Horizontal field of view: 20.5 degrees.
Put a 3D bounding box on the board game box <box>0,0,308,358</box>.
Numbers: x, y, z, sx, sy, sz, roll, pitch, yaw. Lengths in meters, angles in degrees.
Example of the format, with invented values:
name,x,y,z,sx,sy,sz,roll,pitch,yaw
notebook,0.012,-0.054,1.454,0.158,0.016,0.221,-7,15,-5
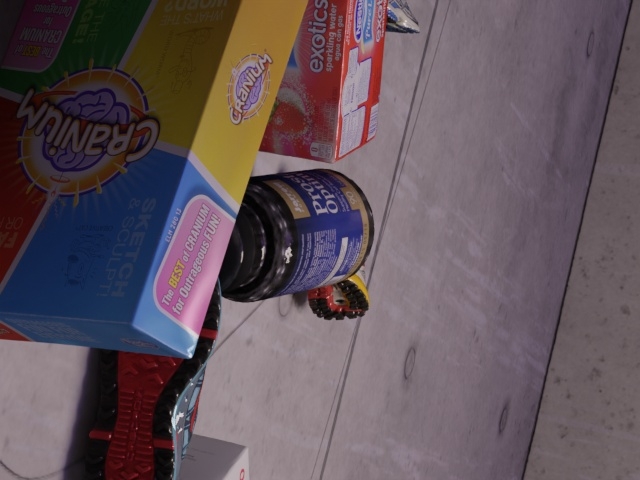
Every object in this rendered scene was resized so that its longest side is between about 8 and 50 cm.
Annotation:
name,x,y,z,sx,sy,sz,roll,pitch,yaw
board game box,-0.146,-0.080,1.269,0.064,0.242,0.316,34,66,-44

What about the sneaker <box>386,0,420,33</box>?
name,x,y,z,sx,sy,sz,roll,pitch,yaw
sneaker,0.090,-0.284,2.133,0.135,0.052,0.058,19,79,-72

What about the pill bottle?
name,x,y,z,sx,sy,sz,roll,pitch,yaw
pill bottle,-0.051,-0.004,1.745,0.219,0.123,0.123,-11,111,-56

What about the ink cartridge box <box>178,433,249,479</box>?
name,x,y,z,sx,sy,sz,roll,pitch,yaw
ink cartridge box,-0.147,0.308,1.724,0.212,0.093,0.154,-53,148,-55

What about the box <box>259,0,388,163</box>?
name,x,y,z,sx,sy,sz,roll,pitch,yaw
box,-0.009,-0.219,1.768,0.128,0.122,0.257,-37,135,-64

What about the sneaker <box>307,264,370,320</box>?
name,x,y,z,sx,sy,sz,roll,pitch,yaw
sneaker,0.000,0.000,2.015,0.225,0.088,0.093,73,13,-55

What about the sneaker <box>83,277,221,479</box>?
name,x,y,z,sx,sy,sz,roll,pitch,yaw
sneaker,-0.157,0.132,1.630,0.125,0.104,0.262,58,48,-88
